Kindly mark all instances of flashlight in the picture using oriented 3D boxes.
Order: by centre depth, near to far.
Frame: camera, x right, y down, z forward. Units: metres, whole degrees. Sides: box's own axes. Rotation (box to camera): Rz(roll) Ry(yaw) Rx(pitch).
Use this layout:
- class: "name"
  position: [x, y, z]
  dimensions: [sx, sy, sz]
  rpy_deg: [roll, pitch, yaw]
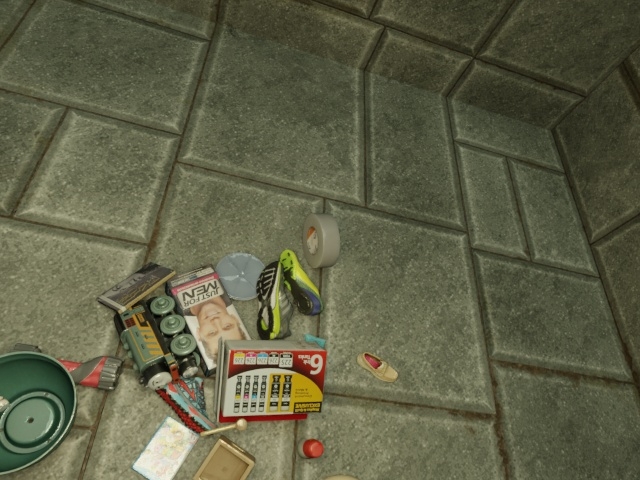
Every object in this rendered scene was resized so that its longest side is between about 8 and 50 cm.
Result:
- class: "flashlight"
  position: [-0.753, 0.370, 1.345]
  dimensions: [0.304, 0.103, 0.103]
  rpy_deg: [16, 29, -10]

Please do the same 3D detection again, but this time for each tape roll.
- class: "tape roll"
  position: [0.000, 0.000, 1.797]
  dimensions: [0.072, 0.219, 0.219]
  rpy_deg: [-3, 61, -24]

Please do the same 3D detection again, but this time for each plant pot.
- class: "plant pot"
  position: [-0.793, 0.468, 1.202]
  dimensions: [0.293, 0.196, 0.292]
  rpy_deg: [7, 58, -12]

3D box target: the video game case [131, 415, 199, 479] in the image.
- class: "video game case"
  position: [-0.458, 0.628, 1.347]
  dimensions: [0.119, 0.015, 0.166]
  rpy_deg: [33, 54, 0]

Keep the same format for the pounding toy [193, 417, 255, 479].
- class: "pounding toy"
  position: [-0.281, 0.623, 1.344]
  dimensions: [0.181, 0.094, 0.206]
  rpy_deg: [34, 73, 2]

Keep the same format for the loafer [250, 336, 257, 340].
- class: "loafer"
  position: [-0.208, 0.394, 1.578]
  dimensions: [0.125, 0.045, 0.039]
  rpy_deg: [44, 61, 6]

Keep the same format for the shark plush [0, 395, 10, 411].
- class: "shark plush"
  position: [-0.828, 0.432, 1.066]
  dimensions: [0.067, 0.073, 0.161]
  rpy_deg: [53, 50, -18]

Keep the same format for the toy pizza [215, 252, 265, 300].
- class: "toy pizza"
  position: [-0.299, 0.137, 1.710]
  dimensions: [0.202, 0.032, 0.201]
  rpy_deg: [9, 57, -14]

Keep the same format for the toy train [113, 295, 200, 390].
- class: "toy train"
  position: [-0.510, 0.314, 1.414]
  dimensions: [0.190, 0.142, 0.334]
  rpy_deg: [-22, 49, -27]

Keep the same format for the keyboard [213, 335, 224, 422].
- class: "keyboard"
  position: [-0.313, 0.430, 1.402]
  dimensions: [0.014, 0.072, 0.255]
  rpy_deg: [2, 99, -24]

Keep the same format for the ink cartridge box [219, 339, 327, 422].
- class: "ink cartridge box"
  position: [-0.153, 0.463, 1.429]
  dimensions: [0.310, 0.130, 0.271]
  rpy_deg: [5, 91, -18]

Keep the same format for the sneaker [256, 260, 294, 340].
- class: "sneaker"
  position: [-0.162, 0.222, 1.664]
  dimensions: [0.121, 0.111, 0.299]
  rpy_deg: [23, 61, -45]

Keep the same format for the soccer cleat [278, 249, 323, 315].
- class: "soccer cleat"
  position: [-0.078, 0.165, 1.762]
  dimensions: [0.121, 0.093, 0.289]
  rpy_deg: [12, 45, -52]

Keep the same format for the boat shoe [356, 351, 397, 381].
- class: "boat shoe"
  position: [0.218, 0.471, 1.683]
  dimensions: [0.170, 0.059, 0.063]
  rpy_deg: [28, 53, -2]

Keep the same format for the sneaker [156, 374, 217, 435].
- class: "sneaker"
  position: [-0.400, 0.484, 1.408]
  dimensions: [0.262, 0.104, 0.125]
  rpy_deg: [44, 52, 9]

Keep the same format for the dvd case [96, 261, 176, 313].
- class: "dvd case"
  position: [-0.619, 0.152, 1.519]
  dimensions: [0.165, 0.018, 0.221]
  rpy_deg: [12, 41, 40]

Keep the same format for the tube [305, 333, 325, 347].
- class: "tube"
  position: [-0.031, 0.435, 1.619]
  dimensions: [0.080, 0.052, 0.207]
  rpy_deg: [22, 49, -14]

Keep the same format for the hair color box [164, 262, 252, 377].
- class: "hair color box"
  position: [-0.382, 0.267, 1.550]
  dimensions: [0.174, 0.105, 0.347]
  rpy_deg: [-21, 70, -30]

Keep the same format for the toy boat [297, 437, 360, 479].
- class: "toy boat"
  position: [0.014, 0.764, 1.384]
  dimensions: [0.268, 0.148, 0.318]
  rpy_deg: [-14, 73, -22]
